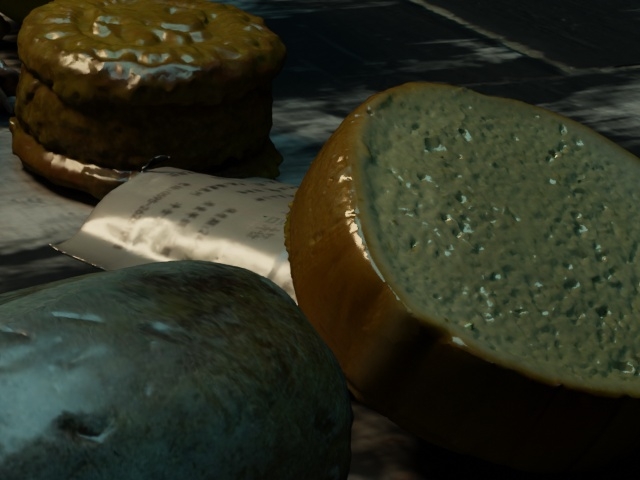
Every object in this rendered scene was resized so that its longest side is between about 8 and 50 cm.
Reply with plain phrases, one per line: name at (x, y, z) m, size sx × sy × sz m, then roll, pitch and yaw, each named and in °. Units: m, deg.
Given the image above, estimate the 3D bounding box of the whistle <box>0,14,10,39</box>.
whistle at (-0.298, -0.162, 1.459) m, size 0.109 × 0.057 × 0.046 m, roll -4°, pitch 67°, yaw -45°

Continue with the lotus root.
lotus root at (-0.129, 0.092, 0.710) m, size 0.322 × 0.140 × 0.158 m, roll -16°, pitch 31°, yaw -38°

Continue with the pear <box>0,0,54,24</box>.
pear at (-0.176, -0.280, 1.460) m, size 0.252 × 0.253 × 0.307 m, roll 9°, pitch -1°, yaw 8°

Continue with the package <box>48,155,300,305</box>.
package at (0.000, 0.000, 1.078) m, size 0.203 × 0.062 × 0.251 m, roll 19°, pitch 21°, yaw 28°

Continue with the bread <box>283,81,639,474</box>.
bread at (0.092, 0.015, 0.942) m, size 0.236 × 0.070 × 0.236 m, roll 18°, pitch 38°, yaw -15°

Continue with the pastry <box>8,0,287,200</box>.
pastry at (-0.114, -0.097, 1.231) m, size 0.188 × 0.103 × 0.189 m, roll 5°, pitch 23°, yaw -2°

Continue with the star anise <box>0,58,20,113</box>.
star anise at (-0.229, -0.185, 1.279) m, size 0.218 × 0.227 × 0.148 m, roll 8°, pitch 16°, yaw -5°
